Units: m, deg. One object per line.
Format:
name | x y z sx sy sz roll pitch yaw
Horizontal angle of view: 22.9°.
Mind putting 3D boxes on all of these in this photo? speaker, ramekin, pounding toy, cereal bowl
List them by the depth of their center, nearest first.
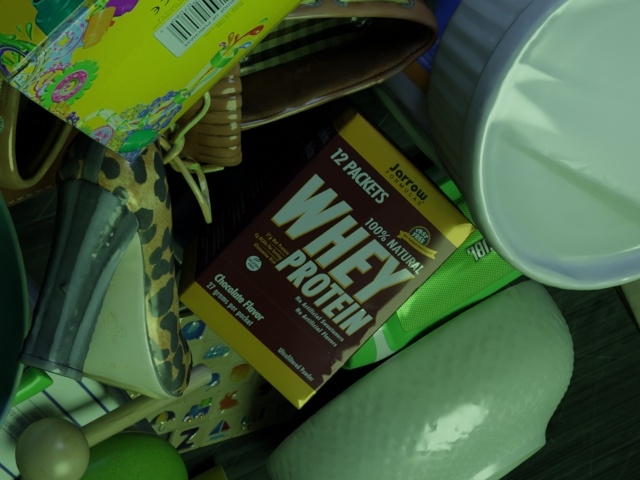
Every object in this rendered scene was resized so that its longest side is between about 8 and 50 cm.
ramekin | 0.203 -0.108 1.178 0.273 0.127 0.273 -13 122 -22
pounding toy | -0.154 0.228 1.198 0.183 0.110 0.237 -15 138 -36
speaker | 0.120 0.000 1.473 0.296 0.131 0.131 -30 145 -17
cereal bowl | 0.119 0.190 1.577 0.339 0.141 0.339 -32 167 -9

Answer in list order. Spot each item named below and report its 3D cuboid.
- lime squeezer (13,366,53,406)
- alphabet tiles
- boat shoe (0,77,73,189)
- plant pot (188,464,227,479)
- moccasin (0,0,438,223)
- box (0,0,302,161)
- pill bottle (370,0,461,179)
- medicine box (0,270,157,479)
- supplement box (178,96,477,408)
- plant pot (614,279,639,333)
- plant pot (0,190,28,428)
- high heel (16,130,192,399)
lime squeezer | -0.319 0.185 1.052 0.310 0.059 0.110 -48 162 2
alphabet tiles | -0.094 0.129 1.510 0.237 0.009 0.198 -12 137 -36
boat shoe | -0.145 -0.174 0.935 0.324 0.120 0.122 -66 155 -3
plant pot | -0.147 0.390 1.597 0.187 0.212 0.212 -17 142 -11
moccasin | -0.088 -0.107 1.118 0.380 0.147 0.139 -21 144 -28
box | -0.103 -0.249 0.788 0.290 0.279 0.177 -42 166 2
pill bottle | 0.177 -0.181 1.300 0.272 0.152 0.152 -41 147 -2
medicine box | -0.299 0.169 1.217 0.289 0.149 0.263 -37 147 -6
supplement box | 0.000 0.000 1.263 0.194 0.129 0.191 -46 -170 5
plant pot | 0.413 -0.044 1.603 0.280 0.323 0.323 -26 148 7
plant pot | -0.348 0.038 0.945 0.195 0.290 0.290 -20 160 33
high heel | -0.118 0.009 1.073 0.261 0.093 0.186 41 65 -76
